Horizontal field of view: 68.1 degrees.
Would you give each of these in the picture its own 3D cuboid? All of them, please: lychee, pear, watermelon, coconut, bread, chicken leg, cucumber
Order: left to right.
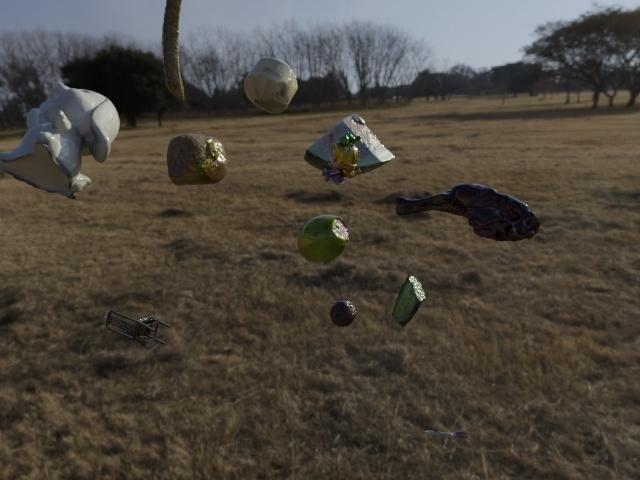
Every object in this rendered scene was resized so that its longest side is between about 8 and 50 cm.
[{"bbox_3d":[-0.464,-0.315,1.860,0.176,0.196,0.246,-3,7,23],"label":"bread"},{"bbox_3d":[-0.220,-0.677,2.101,0.240,0.242,0.241,-3,17,1],"label":"coconut"},{"bbox_3d":[0.000,0.000,1.852,0.219,0.188,0.187,-24,5,31],"label":"pear"},{"bbox_3d":[0.061,-0.327,1.608,0.289,0.214,0.319,-4,20,-37],"label":"watermelon"},{"bbox_3d":[0.110,0.338,2.193,0.128,0.124,0.123,3,12,-31],"label":"lychee"},{"bbox_3d":[0.369,0.256,1.940,0.085,0.193,0.115,16,19,-37],"label":"cucumber"},{"bbox_3d":[0.417,-0.088,1.367,0.406,0.096,0.158,14,63,26],"label":"chicken leg"}]

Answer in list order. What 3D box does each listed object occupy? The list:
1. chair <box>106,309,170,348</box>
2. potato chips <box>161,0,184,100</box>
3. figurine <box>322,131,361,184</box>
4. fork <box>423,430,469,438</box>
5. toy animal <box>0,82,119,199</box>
[{"bbox_3d":[-0.677,0.317,1.750,0.212,0.084,0.101,19,5,19],"label":"chair"},{"bbox_3d":[-0.449,-0.644,1.458,0.080,0.408,0.057,4,10,-11],"label":"potato chips"},{"bbox_3d":[0.080,-0.238,1.364,0.114,0.156,0.095,-5,40,-28],"label":"figurine"},{"bbox_3d":[0.306,0.472,1.155,0.115,0.012,0.016,6,55,-8],"label":"fork"},{"bbox_3d":[-0.578,-0.233,1.099,0.248,0.174,0.289,14,62,38],"label":"toy animal"}]
